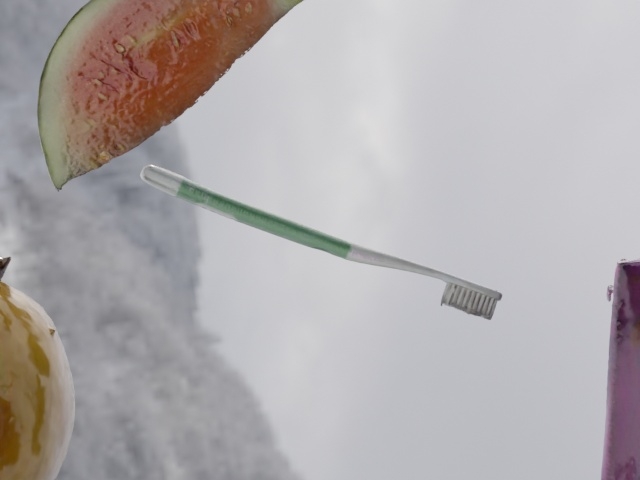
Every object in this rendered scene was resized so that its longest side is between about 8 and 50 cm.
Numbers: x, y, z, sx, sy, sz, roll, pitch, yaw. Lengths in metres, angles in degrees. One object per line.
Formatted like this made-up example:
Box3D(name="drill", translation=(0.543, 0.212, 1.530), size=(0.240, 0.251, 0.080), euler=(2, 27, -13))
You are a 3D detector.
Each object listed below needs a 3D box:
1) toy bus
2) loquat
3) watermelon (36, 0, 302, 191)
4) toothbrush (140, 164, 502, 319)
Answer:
Box3D(name="toy bus", translation=(0.230, 0.151, 1.285), size=(0.112, 0.090, 0.274), euler=(43, 50, -62))
Box3D(name="loquat", translation=(-0.258, 0.102, 1.227), size=(0.208, 0.208, 0.208), euler=(171, -90, -77))
Box3D(name="watermelon", translation=(-0.125, -0.138, 1.419), size=(0.119, 0.245, 0.063), euler=(40, -20, 34))
Box3D(name="toothbrush", translation=(0.000, 0.000, 1.278), size=(0.018, 0.257, 0.024), euler=(135, -23, -81))
